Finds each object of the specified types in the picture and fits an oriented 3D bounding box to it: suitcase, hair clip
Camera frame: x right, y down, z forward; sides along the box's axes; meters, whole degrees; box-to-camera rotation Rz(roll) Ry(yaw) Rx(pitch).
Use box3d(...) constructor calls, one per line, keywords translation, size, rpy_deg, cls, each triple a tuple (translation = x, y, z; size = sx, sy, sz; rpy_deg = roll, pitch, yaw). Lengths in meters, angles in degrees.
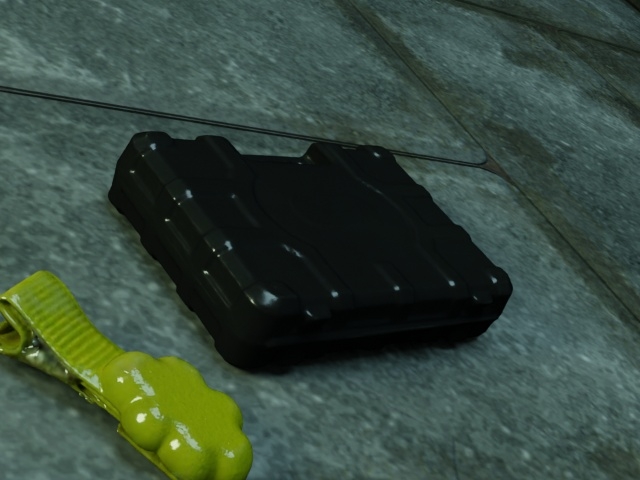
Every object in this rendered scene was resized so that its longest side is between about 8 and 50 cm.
box3d(translation=(0.000, 0.000, 0.861), size=(0.285, 0.066, 0.206), rpy_deg=(-1, 41, -45), cls="suitcase")
box3d(translation=(-0.110, 0.083, 0.646), size=(0.173, 0.046, 0.072), rpy_deg=(35, 32, 7), cls="hair clip")
